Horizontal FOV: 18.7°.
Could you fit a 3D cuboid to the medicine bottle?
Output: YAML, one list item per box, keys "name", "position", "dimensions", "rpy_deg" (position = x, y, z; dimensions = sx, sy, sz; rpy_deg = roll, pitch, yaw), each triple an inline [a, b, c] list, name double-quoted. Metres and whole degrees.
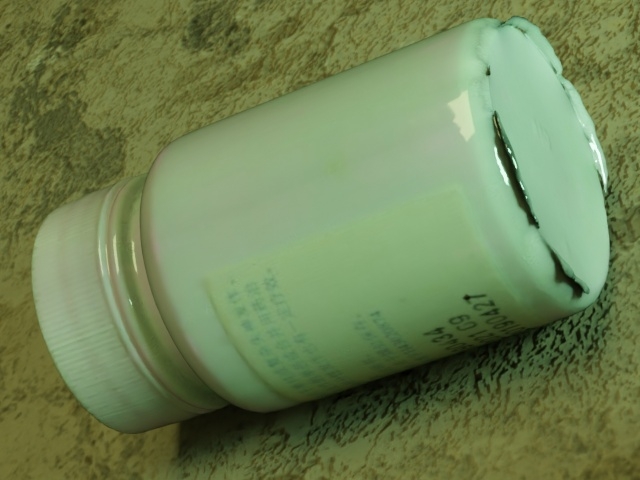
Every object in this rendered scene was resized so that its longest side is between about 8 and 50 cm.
- name: "medicine bottle"
  position: [0.000, 0.000, 1.375]
  dimensions: [0.378, 0.213, 0.214]
  rpy_deg: [-19, 38, 23]
